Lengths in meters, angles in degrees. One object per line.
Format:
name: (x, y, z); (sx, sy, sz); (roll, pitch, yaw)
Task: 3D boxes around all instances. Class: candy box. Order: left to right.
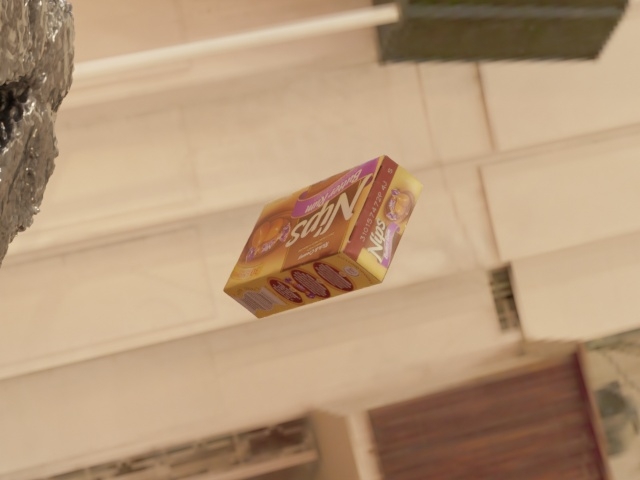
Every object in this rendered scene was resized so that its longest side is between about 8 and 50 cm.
candy box: (0.000, 0.000, 1.310); (0.187, 0.053, 0.109); (-20, -142, 52)

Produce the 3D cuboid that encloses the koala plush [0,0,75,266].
koala plush: (-0.252, -0.082, 0.718); (0.203, 0.221, 0.196); (-66, 164, -59)
